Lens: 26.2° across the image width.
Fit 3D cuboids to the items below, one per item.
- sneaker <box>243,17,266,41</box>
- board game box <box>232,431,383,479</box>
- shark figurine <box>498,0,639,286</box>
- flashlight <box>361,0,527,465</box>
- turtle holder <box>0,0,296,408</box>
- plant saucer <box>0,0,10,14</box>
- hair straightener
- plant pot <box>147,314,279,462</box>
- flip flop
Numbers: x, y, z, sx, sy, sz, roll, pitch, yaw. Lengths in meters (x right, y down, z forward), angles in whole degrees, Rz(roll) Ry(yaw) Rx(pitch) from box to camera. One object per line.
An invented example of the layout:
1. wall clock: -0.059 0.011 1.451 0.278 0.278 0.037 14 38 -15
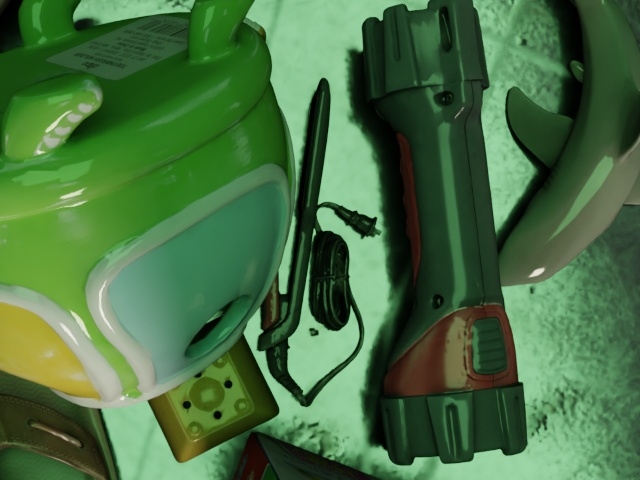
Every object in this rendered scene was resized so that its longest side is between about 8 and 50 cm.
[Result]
1. sneaker: -0.076 -0.124 0.968 0.037 0.032 0.083 38 79 11
2. board game box: 0.065 0.199 0.817 0.242 0.316 0.064 22 86 -3
3. shark figurine: 0.192 -0.114 0.951 0.166 0.116 0.278 -6 89 -7
4. flashlight: 0.077 -0.004 0.939 0.103 0.103 0.304 -8 85 10
5. turtle holder: -0.148 -0.009 0.823 0.243 0.320 0.227 -1 119 22
6. plant saucer: -0.349 -0.240 0.919 0.332 0.084 0.332 0 86 -5
7. hair straightener: 0.000 0.000 0.956 0.089 0.047 0.230 0 87 -5
8. plant pot: -0.077 0.101 0.925 0.081 0.083 0.081 -26 90 -5
9. flip flop: -0.193 0.156 0.912 0.112 0.080 0.277 -20 89 -6
